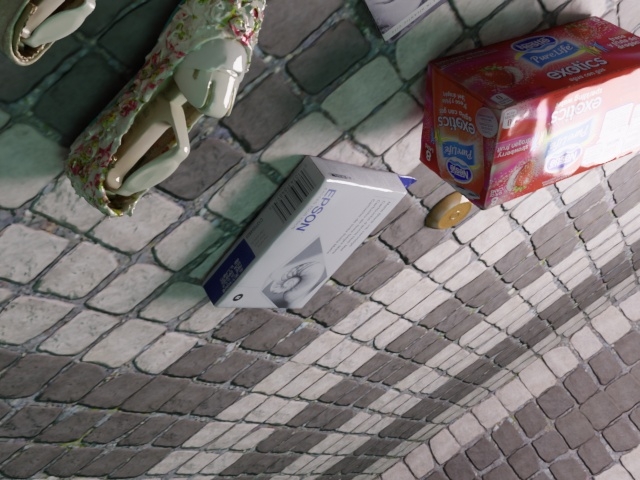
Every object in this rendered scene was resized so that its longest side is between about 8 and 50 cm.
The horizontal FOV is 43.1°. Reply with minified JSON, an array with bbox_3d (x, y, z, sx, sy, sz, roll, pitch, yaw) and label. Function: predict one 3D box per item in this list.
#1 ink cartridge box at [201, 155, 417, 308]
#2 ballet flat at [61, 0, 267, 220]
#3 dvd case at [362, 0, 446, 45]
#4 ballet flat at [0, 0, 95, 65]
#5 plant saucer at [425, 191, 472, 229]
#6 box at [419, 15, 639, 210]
[{"bbox_3d":[0.000,0.000,0.993,0.224,0.045,0.223,3,136,-51],"label":"ink cartridge box"},{"bbox_3d":[-0.114,-0.108,0.651,0.241,0.077,0.091,-46,150,22],"label":"ballet flat"},{"bbox_3d":[0.089,-0.272,0.669,0.164,0.018,0.221,-37,154,5],"label":"dvd case"},{"bbox_3d":[-0.147,-0.176,0.527,0.168,0.052,0.057,-40,153,11],"label":"ballet flat"},{"bbox_3d":[0.191,-0.041,1.171,0.083,0.015,0.083,-26,152,-15],"label":"plant saucer"},{"bbox_3d":[0.248,-0.148,0.905,0.257,0.122,0.128,-21,133,-25],"label":"box"}]
